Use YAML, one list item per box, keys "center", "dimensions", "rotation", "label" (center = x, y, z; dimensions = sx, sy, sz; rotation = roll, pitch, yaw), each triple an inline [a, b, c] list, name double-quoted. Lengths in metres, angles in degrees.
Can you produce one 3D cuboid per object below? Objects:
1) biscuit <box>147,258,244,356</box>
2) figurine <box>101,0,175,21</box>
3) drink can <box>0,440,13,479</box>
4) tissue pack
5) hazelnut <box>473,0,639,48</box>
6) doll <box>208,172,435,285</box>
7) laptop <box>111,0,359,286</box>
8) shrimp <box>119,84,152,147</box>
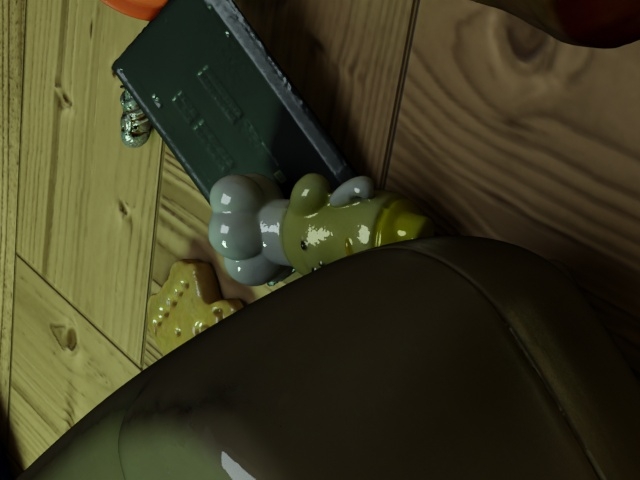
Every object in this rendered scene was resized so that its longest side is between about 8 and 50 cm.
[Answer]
- center: [-0.086, 0.105, 0.877]
  dimensions: [0.133, 0.027, 0.184]
  rotation: [-34, 72, 47]
  label: "biscuit"
- center: [-0.179, -0.251, 0.771]
  dimensions: [0.257, 0.181, 0.208]
  rotation: [21, 137, 47]
  label: "figurine"
- center: [-0.413, 0.230, 1.237]
  dimensions: [0.118, 0.118, 0.205]
  rotation: [-39, 67, 48]
  label: "drink can"
- center: [0.006, 0.166, 0.595]
  dimensions: [0.387, 0.276, 0.267]
  rotation: [-39, 76, 49]
  label: "tissue pack"
- center: [0.122, -0.188, 0.452]
  dimensions: [0.212, 0.180, 0.181]
  rotation: [56, 165, 28]
  label: "hazelnut"
- center: [0.000, 0.000, 0.690]
  dimensions: [0.162, 0.062, 0.106]
  rotation: [9, 138, 34]
  label: "doll"
- center: [-0.054, -0.069, 0.746]
  dimensions: [0.197, 0.016, 0.135]
  rotation: [53, 138, -4]
  label: "laptop"
- center: [-0.143, -0.119, 0.893]
  dimensions: [0.038, 0.029, 0.092]
  rotation: [54, 130, 39]
  label: "shrimp"
